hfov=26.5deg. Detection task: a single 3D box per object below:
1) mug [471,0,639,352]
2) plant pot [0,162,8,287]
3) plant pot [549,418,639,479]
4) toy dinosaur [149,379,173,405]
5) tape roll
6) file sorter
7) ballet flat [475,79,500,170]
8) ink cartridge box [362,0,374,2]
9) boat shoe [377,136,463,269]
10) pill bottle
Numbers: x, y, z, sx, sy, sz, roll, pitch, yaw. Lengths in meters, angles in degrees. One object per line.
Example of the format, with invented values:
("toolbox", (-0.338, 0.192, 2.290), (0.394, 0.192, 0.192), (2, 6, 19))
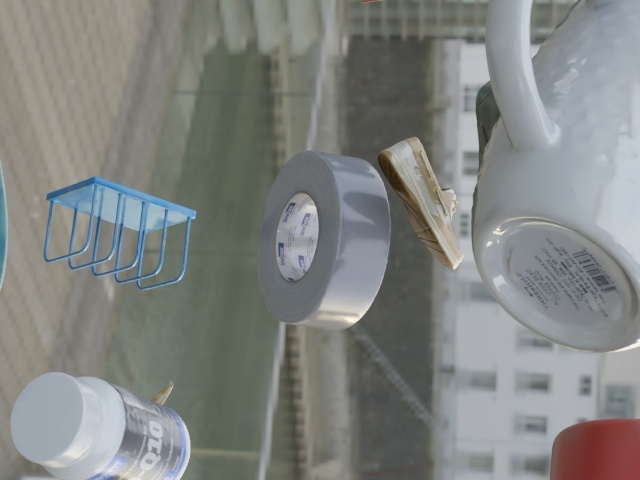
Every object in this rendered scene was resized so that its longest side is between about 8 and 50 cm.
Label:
("mug", (0.266, -0.103, 1.232), (0.328, 0.276, 0.374), (-51, 120, -33))
("plant pot", (-0.470, -0.045, 1.416), (0.290, 0.195, 0.290), (-8, 90, -83))
("plant pot", (0.313, 0.317, 1.192), (0.275, 0.275, 0.243), (76, 28, -65))
("toy dinosaur", (-0.177, 0.190, 1.261), (0.183, 0.092, 0.053), (-47, 142, -30))
("tape roll", (0.000, 0.000, 1.690), (0.219, 0.072, 0.219), (-25, -119, 58))
("file sorter", (-0.278, -0.005, 1.863), (0.170, 0.118, 0.104), (19, 68, -40))
("ballet flat", (0.207, -0.078, 1.483), (0.072, 0.068, 0.213), (-33, 134, -27))
("ink cartridge box", (0.182, -0.434, 1.971), (0.060, 0.239, 0.275), (60, -9, -14))
("boat shoe", (0.133, -0.045, 1.612), (0.170, 0.059, 0.063), (60, -14, -19))
("pill bottle", (-0.162, 0.145, 1.008), (0.137, 0.078, 0.078), (36, 54, -57))
